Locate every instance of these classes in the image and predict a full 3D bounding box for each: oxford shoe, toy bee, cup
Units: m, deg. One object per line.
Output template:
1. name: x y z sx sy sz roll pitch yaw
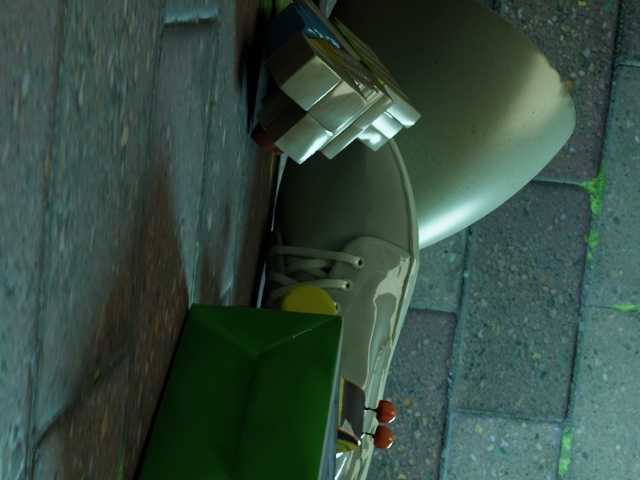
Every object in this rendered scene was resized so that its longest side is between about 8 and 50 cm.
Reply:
1. oxford shoe: 0.002 0.065 1.783 0.130 0.169 0.449 36 59 -61
2. toy bee: -0.011 0.138 1.557 0.298 0.162 0.195 64 30 -83
3. cup: 0.103 -0.126 2.050 0.237 0.331 0.331 -55 167 -18

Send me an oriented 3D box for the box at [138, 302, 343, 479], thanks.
1. box: -0.061 0.214 1.241 0.262 0.126 0.231 -79 172 -58

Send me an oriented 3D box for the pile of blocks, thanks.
1. pile of blocks: -0.018 -0.142 1.597 0.112 0.149 0.362 -41 173 11
